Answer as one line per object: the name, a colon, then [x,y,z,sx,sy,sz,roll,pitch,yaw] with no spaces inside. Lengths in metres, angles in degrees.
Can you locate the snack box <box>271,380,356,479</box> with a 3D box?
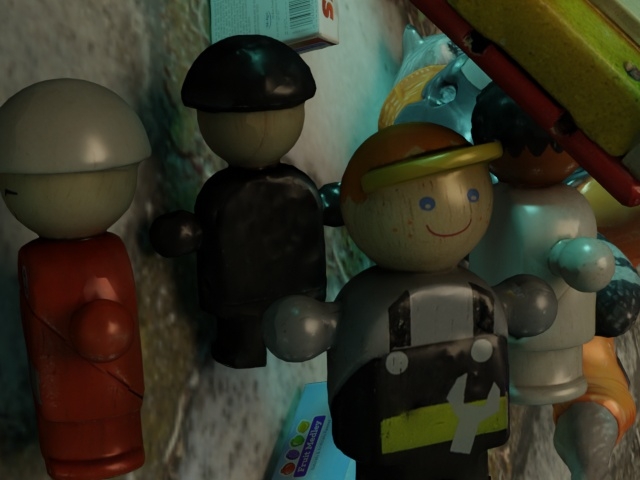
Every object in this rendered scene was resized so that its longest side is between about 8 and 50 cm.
snack box: [0.040,0.198,0.663,0.207,0.070,0.174,57,38,-32]

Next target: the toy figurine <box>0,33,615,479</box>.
toy figurine: [0.000,0.000,0.513,0.213,0.210,0.148,-24,114,-59]

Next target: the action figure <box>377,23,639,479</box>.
action figure: [0.137,-0.053,0.696,0.179,0.330,0.341,10,111,-30]

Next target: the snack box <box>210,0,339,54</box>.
snack box: [-0.026,-0.176,0.664,0.022,0.064,0.178,15,69,-55]

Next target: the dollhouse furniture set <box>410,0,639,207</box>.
dollhouse furniture set: [-0.008,-0.179,0.459,0.374,0.152,0.201,44,39,-3]
